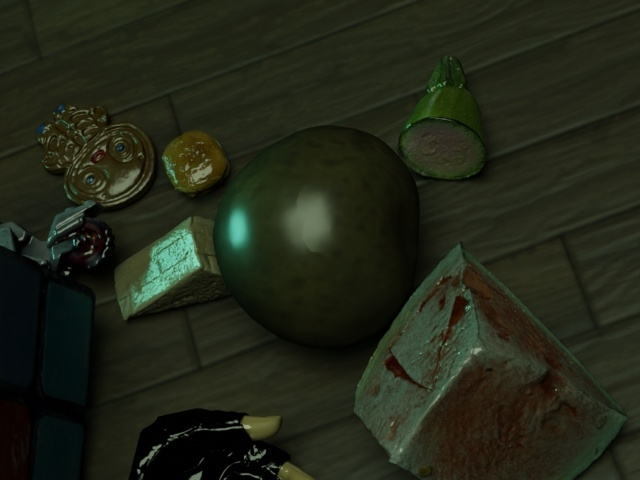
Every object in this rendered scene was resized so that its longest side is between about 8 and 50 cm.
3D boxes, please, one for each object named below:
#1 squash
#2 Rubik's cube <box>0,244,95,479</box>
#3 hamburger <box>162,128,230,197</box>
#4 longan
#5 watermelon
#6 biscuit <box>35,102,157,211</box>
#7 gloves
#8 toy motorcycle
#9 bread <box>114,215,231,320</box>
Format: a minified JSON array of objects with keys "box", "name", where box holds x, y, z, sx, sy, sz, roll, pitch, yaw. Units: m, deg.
[{"box":[0.150,-0.149,1.936,0.105,0.105,0.132,2,48,15],"name":"squash"},{"box":[-0.445,0.169,1.782,0.313,0.316,0.318,0,78,15],"name":"Rubik's cube"},{"box":[-0.151,-0.093,1.999,0.076,0.044,0.083,-38,66,-4],"name":"hamburger"},{"box":[0.000,0.000,1.832,0.246,0.215,0.246,2,95,18],"name":"longan"},{"box":[0.172,0.161,1.710,0.262,0.201,0.213,40,93,6],"name":"watermelon"},{"box":[-0.279,-0.105,2.046,0.175,0.026,0.124,36,78,25],"name":"biscuit"},{"box":[-0.104,0.259,1.792,0.203,0.124,0.164,13,92,-3],"name":"gloves"},{"box":[-0.344,0.007,1.980,0.215,0.080,0.122,-20,69,15],"name":"toy motorcycle"},{"box":[-0.155,0.040,1.952,0.152,0.105,0.077,-30,58,35],"name":"bread"}]
